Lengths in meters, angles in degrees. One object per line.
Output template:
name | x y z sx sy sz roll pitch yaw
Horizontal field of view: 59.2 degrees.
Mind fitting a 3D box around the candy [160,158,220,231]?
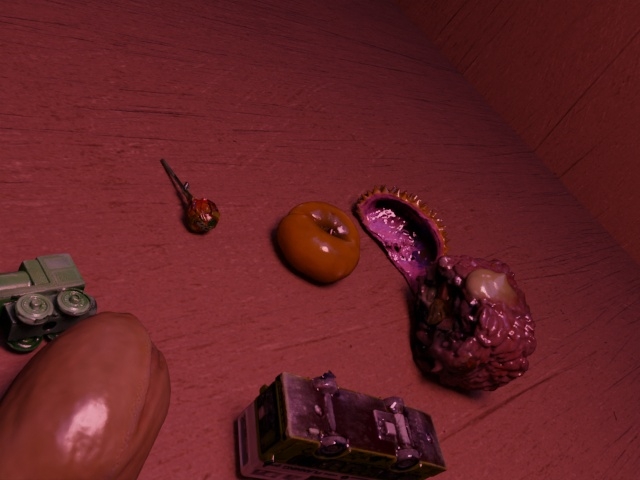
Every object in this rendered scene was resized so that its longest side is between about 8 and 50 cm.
candy | -0.248 -0.089 1.032 0.060 0.060 0.201 -6 47 -45

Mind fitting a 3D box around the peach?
peach | 0.000 0.000 1.102 0.179 0.103 0.179 22 37 -18

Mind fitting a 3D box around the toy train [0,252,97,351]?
toy train | -0.400 0.082 0.675 0.251 0.085 0.119 -7 50 -48

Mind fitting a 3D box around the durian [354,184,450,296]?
durian | 0.203 -0.028 1.318 0.260 0.154 0.186 51 11 4

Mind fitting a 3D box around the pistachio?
pistachio | -0.263 0.198 0.602 0.293 0.182 0.162 -77 148 -49

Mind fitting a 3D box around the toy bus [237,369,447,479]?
toy bus | 0.036 0.283 0.799 0.302 0.139 0.113 25 37 -33

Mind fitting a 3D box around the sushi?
sushi | 0.287 0.145 1.096 0.171 0.236 0.270 16 44 -17
